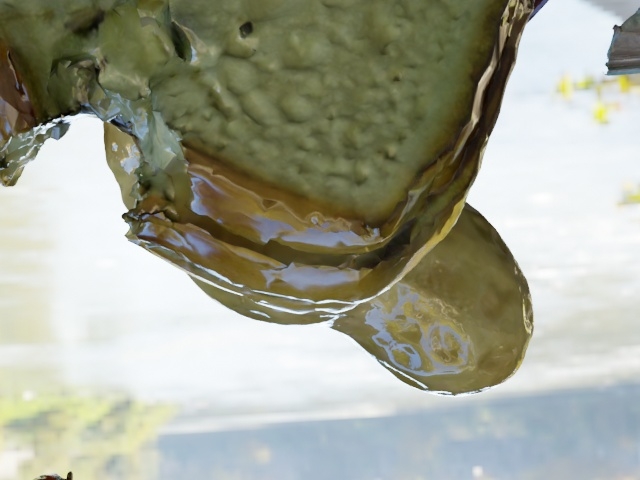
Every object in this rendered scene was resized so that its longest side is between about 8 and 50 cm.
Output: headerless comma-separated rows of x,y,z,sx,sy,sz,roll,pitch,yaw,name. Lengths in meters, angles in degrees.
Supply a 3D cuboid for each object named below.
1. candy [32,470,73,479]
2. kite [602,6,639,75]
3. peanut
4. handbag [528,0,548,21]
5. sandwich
-0.189,0.208,1.249,0.049,0.055,0.184,4,148,-17,candy
0.316,-0.237,1.445,0.314,0.011,0.335,32,128,-4,kite
0.000,0.000,1.199,0.319,0.147,0.147,34,162,-16,peanut
0.088,-0.244,1.310,0.260,0.084,0.275,4,152,-33,handbag
-0.050,-0.108,0.772,0.273,0.249,0.095,23,146,1,sandwich
